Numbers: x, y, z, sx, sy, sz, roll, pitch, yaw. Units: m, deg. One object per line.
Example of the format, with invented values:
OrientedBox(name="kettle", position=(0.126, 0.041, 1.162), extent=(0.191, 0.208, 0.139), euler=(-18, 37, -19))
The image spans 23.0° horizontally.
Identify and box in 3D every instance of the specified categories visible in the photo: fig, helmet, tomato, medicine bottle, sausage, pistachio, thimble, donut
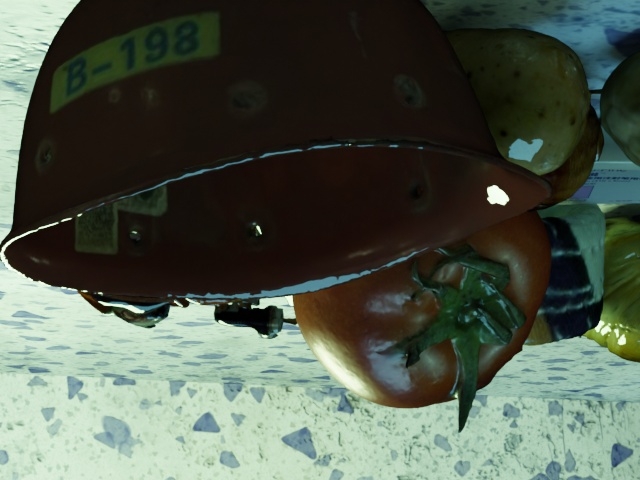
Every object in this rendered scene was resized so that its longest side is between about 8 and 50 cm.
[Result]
OrientedBox(name="fig", position=(0.210, -0.097, 1.408), extent=(0.201, 0.134, 0.146), euler=(-10, -154, -37))
OrientedBox(name="helmet", position=(-0.045, -0.103, 1.114), extent=(0.385, 0.230, 0.337), euler=(-16, 162, 28))
OrientedBox(name="tomato", position=(0.094, 0.035, 1.521), extent=(0.256, 0.256, 0.224), euler=(10, -166, -34))
OrientedBox(name="medicine bottle", position=(0.263, -0.079, 1.599), extent=(0.201, 0.052, 0.171), euler=(0, 168, 0))
OrientedBox(name="sausage", position=(0.029, -0.094, 1.369), extent=(0.136, 0.123, 0.501), euler=(42, 149, -28))
OrientedBox(name="pistachio", position=(0.319, -0.119, 1.302), extent=(0.185, 0.108, 0.126), euler=(-15, -176, 30))
OrientedBox(name="thimble", position=(0.196, 0.028, 1.740), extent=(0.237, 0.150, 0.237), euler=(-2, -169, 0))
OrientedBox(name="donut", position=(0.453, 0.065, 1.876), extent=(0.360, 0.170, 0.360), euler=(5, 178, 0))

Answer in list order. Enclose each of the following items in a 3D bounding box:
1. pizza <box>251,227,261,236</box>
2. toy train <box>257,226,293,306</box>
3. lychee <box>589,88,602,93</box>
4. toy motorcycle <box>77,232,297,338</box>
OrientedBox(name="pizza", position=(-0.139, -0.039, 1.683), extent=(0.226, 0.069, 0.147), euler=(29, 144, -13))
OrientedBox(name="toy train", position=(0.000, 0.000, 1.750), extent=(0.137, 0.090, 0.225), euler=(12, 146, 30))
OrientedBox(name="lychee", position=(0.328, -0.097, 1.426), extent=(0.101, 0.140, 0.114), euler=(-35, 165, 9))
OrientedBox(name="toy motorcycle", position=(-0.154, 0.053, 2.029), extent=(0.401, 0.134, 0.207), euler=(1, 168, 5))
